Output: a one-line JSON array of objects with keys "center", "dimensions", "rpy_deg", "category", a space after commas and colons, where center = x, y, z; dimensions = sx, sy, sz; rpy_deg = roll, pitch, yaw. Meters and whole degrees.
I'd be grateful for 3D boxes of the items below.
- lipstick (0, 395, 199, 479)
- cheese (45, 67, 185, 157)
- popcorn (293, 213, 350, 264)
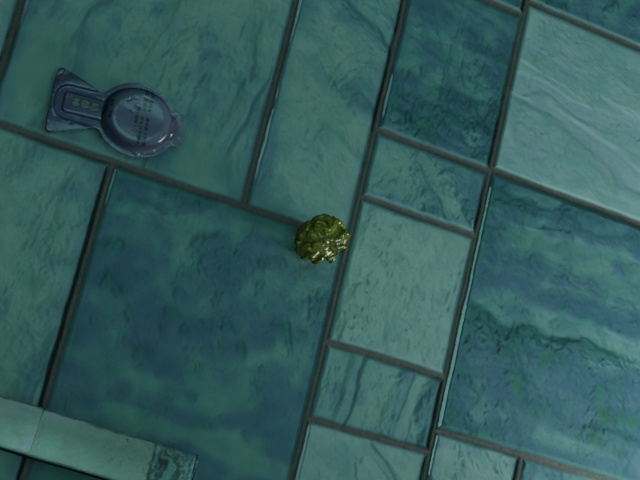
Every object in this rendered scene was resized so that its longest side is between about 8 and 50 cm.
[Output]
[{"center": [-0.321, 0.269, 1.831], "dimensions": [0.317, 0.066, 0.068], "rpy_deg": [20, 76, -19], "category": "lipstick"}, {"center": [-0.279, -0.174, 1.927], "dimensions": [0.191, 0.042, 0.105], "rpy_deg": [15, 76, -19], "category": "cheese"}, {"center": [0.000, 0.000, 2.002], "dimensions": [0.082, 0.083, 0.057], "rpy_deg": [2, 46, -54], "category": "popcorn"}]
